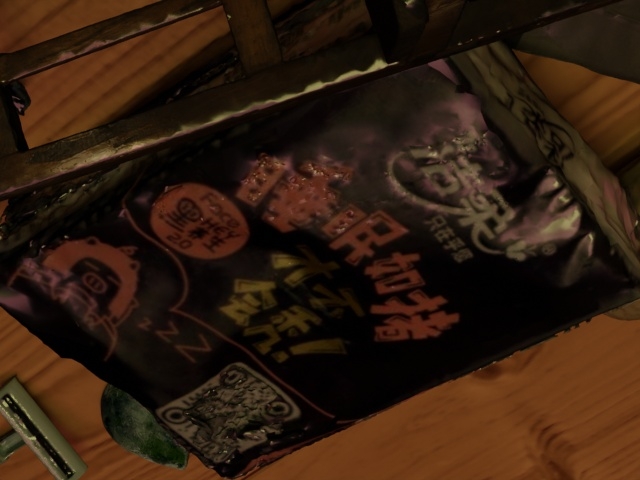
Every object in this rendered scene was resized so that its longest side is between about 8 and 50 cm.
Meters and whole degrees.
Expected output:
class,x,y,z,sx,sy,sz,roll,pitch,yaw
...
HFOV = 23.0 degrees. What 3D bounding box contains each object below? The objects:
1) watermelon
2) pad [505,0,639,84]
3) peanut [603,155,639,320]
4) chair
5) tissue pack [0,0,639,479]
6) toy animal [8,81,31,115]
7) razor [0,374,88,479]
class,x,y,z,sx,sy,sz,roll,pitch,yaw
watermelon,-0.111,0.114,1.084,0.085,0.085,0.061,-43,152,27
pad,0.198,-0.184,0.869,0.174,0.022,0.233,13,129,-17
peanut,0.241,-0.027,0.960,0.214,0.090,0.099,-35,95,24
chair,0.004,-0.170,0.657,0.416,0.240,0.203,-19,88,1
tissue pack,0.000,0.000,0.927,0.332,0.123,0.245,-28,123,27
toy animal,-0.234,-0.145,0.816,0.070,0.079,0.253,-37,125,24
razor,-0.266,0.173,1.121,0.211,0.036,0.084,-30,103,26
